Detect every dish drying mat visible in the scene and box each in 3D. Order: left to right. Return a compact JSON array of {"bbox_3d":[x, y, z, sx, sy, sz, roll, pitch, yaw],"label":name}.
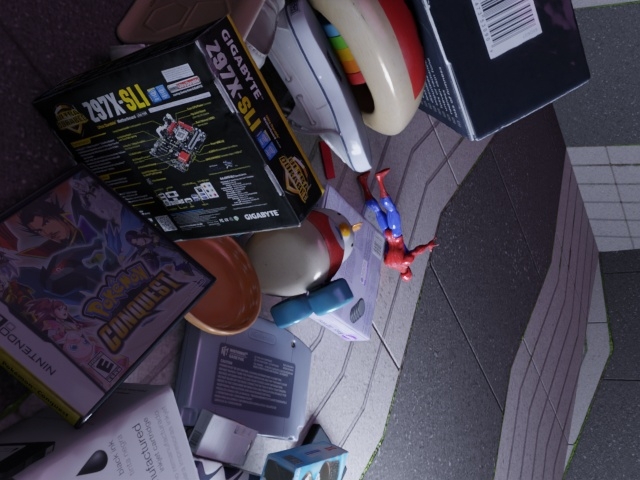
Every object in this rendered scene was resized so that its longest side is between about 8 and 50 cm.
[{"bbox_3d":[0.014,-0.175,1.429,0.032,0.008,0.083,-21,102,-53],"label":"dish drying mat"}]

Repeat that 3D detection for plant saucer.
[{"bbox_3d":[-0.179,0.061,1.042,0.200,0.037,0.200,34,39,-32],"label":"plant saucer"}]

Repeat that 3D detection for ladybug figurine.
[{"bbox_3d":[0.084,-0.415,1.311,0.162,0.305,0.449,-40,132,-8],"label":"ladybug figurine"}]

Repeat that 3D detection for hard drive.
[{"bbox_3d":[0.002,0.440,1.290,0.094,0.022,0.135,-55,128,-43],"label":"hard drive"}]

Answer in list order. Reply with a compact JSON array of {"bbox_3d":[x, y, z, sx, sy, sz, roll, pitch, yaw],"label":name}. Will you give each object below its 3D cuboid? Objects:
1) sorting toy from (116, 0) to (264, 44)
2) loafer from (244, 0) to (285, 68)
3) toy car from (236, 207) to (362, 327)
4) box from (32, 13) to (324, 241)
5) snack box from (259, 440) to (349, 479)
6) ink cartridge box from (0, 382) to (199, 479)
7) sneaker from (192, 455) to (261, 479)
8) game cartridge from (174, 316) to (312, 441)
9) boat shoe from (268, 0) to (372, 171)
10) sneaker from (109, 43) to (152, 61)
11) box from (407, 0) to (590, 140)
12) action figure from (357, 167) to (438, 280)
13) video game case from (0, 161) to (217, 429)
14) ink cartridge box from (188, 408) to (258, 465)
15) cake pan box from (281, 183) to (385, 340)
[{"bbox_3d":[-0.187,-0.366,1.024,0.038,0.208,0.193,73,30,-53],"label":"sorting toy"},{"bbox_3d":[-0.117,-0.393,1.100,0.112,0.111,0.319,36,31,-37],"label":"loafer"},{"bbox_3d":[0.000,0.000,1.167,0.238,0.210,0.219,-26,91,-42],"label":"toy car"},{"bbox_3d":[-0.188,-0.122,0.862,0.257,0.322,0.079,61,42,-27],"label":"box"},{"bbox_3d":[-0.061,0.495,1.059,0.187,0.060,0.322,18,89,-61],"label":"snack box"},{"bbox_3d":[-0.318,0.372,0.727,0.395,0.166,0.285,-27,106,-53],"label":"ink cartridge box"},{"bbox_3d":[-0.159,0.424,1.014,0.235,0.094,0.153,42,59,-52],"label":"sneaker"},{"bbox_3d":[-0.125,0.230,1.125,0.297,0.062,0.198,29,57,-49],"label":"game cartridge"},{"bbox_3d":[-0.025,-0.269,1.276,0.136,0.156,0.367,-87,153,-47],"label":"boat shoe"},{"bbox_3d":[-0.211,-0.217,1.053,0.293,0.102,0.146,-5,96,-53],"label":"sneaker"},{"bbox_3d":[0.288,-0.536,1.446,0.480,0.297,0.472,63,-2,-27],"label":"box"},{"bbox_3d":[0.190,-0.044,1.578,0.139,0.091,0.280,-30,109,-43],"label":"action figure"},{"bbox_3d":[-0.298,0.051,0.815,0.248,0.035,0.275,41,43,-2],"label":"video game case"},{"bbox_3d":[-0.150,0.306,1.015,0.115,0.029,0.063,39,70,-48],"label":"ink cartridge box"},{"bbox_3d":[0.038,0.046,1.374,0.246,0.070,0.267,38,55,-47],"label":"cake pan box"}]
